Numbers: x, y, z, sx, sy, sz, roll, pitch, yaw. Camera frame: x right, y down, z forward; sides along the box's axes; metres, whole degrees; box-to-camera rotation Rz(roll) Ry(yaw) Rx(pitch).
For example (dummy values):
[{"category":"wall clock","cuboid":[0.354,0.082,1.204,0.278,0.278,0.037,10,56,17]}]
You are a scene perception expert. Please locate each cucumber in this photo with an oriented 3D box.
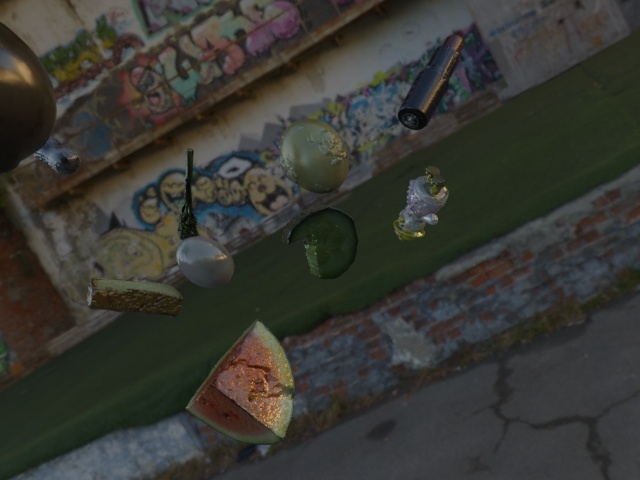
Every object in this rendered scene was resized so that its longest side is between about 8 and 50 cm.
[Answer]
[{"category":"cucumber","cuboid":[0.010,-0.003,1.750,0.191,0.191,0.130,-31,10,-2]}]

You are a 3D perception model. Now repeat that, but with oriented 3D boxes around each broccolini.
[{"category":"broccolini","cuboid":[-0.308,-0.103,1.579,0.051,0.239,0.054,-9,35,-23]}]

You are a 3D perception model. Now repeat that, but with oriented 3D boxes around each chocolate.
[{"category":"chocolate","cuboid":[-0.659,-0.212,1.696,0.167,0.072,0.072,30,49,33]}]

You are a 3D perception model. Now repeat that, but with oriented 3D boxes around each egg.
[{"category":"egg","cuboid":[-0.013,-0.202,1.637,0.164,0.201,0.164,-24,-29,-14]},{"category":"egg","cuboid":[-0.254,0.047,1.495,0.103,0.135,0.103,-57,6,10]}]

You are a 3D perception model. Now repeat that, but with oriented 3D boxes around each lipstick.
[{"category":"lipstick","cuboid":[0.270,-0.381,1.619,0.081,0.081,0.299,-22,31,54]}]

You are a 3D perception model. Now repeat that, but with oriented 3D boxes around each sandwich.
[{"category":"sandwich","cuboid":[-0.536,0.165,1.945,0.251,0.087,0.226,9,3,-22]}]

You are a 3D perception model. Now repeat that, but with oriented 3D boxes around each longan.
[{"category":"longan","cuboid":[-0.691,-0.250,1.288,0.361,0.361,0.361,-30,6,4]}]

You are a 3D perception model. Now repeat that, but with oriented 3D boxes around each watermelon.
[{"category":"watermelon","cuboid":[-0.116,0.223,1.090,0.193,0.137,0.145,8,45,27]}]

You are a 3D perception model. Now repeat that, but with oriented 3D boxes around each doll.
[{"category":"doll","cuboid":[0.215,-0.072,1.479,0.081,0.129,0.207,-2,-40,-25]}]
